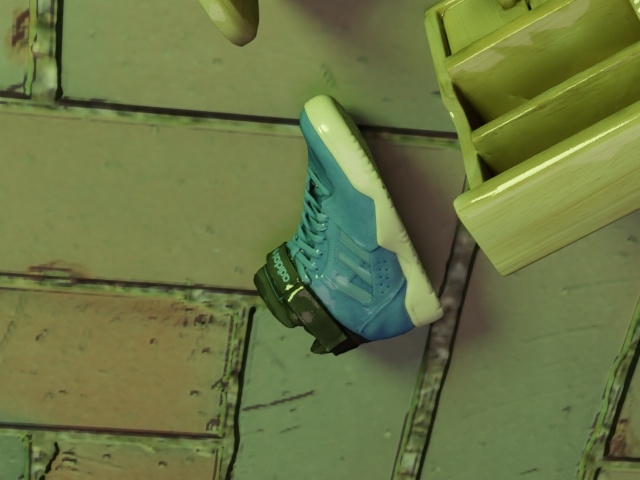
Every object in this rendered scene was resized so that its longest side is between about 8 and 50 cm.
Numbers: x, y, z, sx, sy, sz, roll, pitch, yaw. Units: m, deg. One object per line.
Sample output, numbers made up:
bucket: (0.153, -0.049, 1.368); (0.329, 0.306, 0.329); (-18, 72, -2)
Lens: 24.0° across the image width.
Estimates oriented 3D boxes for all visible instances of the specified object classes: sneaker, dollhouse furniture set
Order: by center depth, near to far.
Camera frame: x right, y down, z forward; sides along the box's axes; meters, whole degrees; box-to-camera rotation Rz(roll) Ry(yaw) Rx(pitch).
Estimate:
dollhouse furniture set: (0.052, -0.134, 0.600); (0.212, 0.161, 0.242); (-29, 124, 17)
sneaker: (0.000, 0.001, 0.763); (0.084, 0.058, 0.152); (-25, 132, 4)
